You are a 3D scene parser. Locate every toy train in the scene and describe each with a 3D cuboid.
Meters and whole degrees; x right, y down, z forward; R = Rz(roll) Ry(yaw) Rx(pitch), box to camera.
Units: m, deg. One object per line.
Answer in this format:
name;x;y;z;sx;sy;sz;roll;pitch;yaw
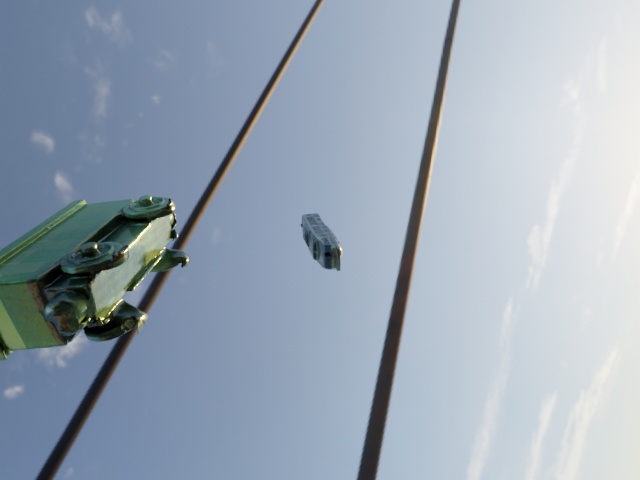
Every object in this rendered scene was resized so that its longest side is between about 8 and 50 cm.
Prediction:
toy train;-0.306;0.029;0.665;0.301;0.202;0.120;-77;-21;-63
toy train;0.000;0.000;0.812;0.047;0.207;0.043;-6;-72;-9
